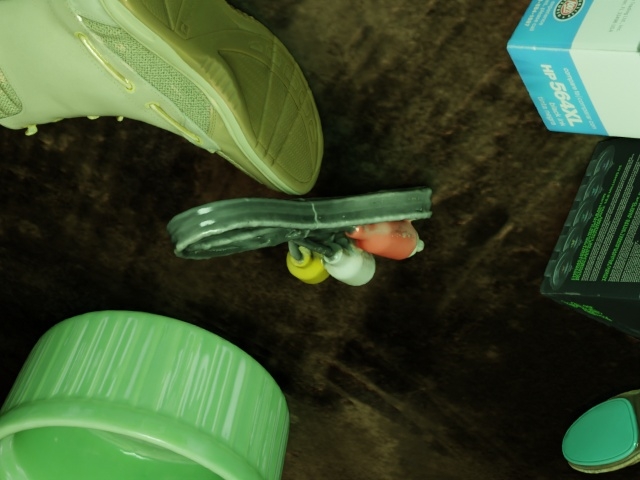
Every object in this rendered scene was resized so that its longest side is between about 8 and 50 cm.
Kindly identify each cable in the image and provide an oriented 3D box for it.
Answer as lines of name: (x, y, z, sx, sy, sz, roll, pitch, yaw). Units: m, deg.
cable: (0.000, 0.000, 1.183, 0.139, 0.072, 0.287, -17, 175, 22)

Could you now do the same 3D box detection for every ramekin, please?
ramekin: (-0.175, 0.203, 1.534, 0.303, 0.148, 0.303, 9, 142, 7)

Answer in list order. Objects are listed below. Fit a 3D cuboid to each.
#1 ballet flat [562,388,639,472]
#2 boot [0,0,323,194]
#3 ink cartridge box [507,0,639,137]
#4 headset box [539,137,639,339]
ballet flat: (0.303, 0.164, 1.393, 0.067, 0.073, 0.206, 16, 149, -26)
boot: (-0.138, -0.113, 1.172, 0.203, 0.095, 0.262, -10, 143, 36)
ink cartridge box: (0.238, -0.135, 0.926, 0.203, 0.148, 0.086, 10, 146, 38)
headset box: (0.319, 0.027, 1.077, 0.246, 0.131, 0.283, 24, 175, -12)
